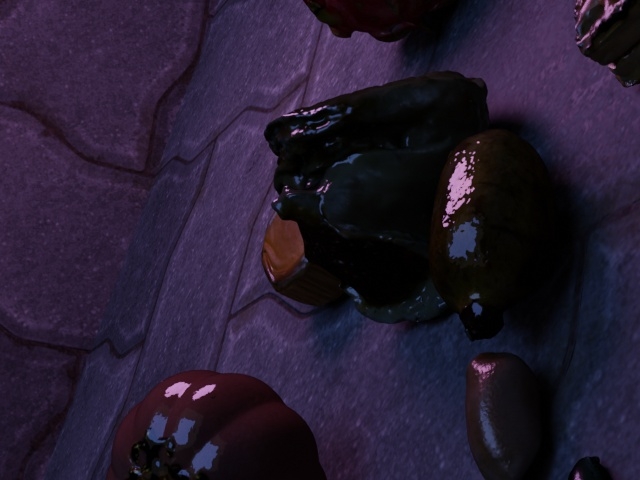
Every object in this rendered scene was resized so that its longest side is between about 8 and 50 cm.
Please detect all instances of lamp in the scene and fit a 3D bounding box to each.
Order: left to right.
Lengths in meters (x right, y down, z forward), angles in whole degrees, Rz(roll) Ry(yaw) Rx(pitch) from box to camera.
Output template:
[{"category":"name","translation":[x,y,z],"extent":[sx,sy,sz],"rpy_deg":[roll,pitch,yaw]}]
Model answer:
[{"category":"lamp","translation":[-0.118,0.306,1.425],"extent":[0.305,0.239,0.305],"rpy_deg":[6,100,35]}]

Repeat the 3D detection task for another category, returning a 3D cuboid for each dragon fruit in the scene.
[{"category":"dragon fruit","translation":[0.095,-0.431,1.717],"extent":[0.302,0.231,0.237],"rpy_deg":[-39,28,42]}]

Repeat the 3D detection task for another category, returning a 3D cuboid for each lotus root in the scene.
[{"category":"lotus root","translation":[0.177,-0.005,1.201],"extent":[0.145,0.128,0.260],"rpy_deg":[117,170,-50]}]

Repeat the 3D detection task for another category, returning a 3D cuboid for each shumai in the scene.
[{"category":"shumai","translation":[0.078,-0.040,1.436],"extent":[0.330,0.292,0.289],"rpy_deg":[163,90,-76]}]

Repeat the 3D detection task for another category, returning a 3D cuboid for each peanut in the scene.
[{"category":"peanut","translation":[0.173,0.173,1.093],"extent":[0.076,0.076,0.152],"rpy_deg":[-45,35,43]}]

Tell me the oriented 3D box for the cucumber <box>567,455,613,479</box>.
[{"category":"cucumber","translation":[0.235,0.261,0.875],"extent":[0.056,0.056,0.284],"rpy_deg":[-57,18,21]}]

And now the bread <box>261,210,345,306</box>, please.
[{"category":"bread","translation":[-0.001,0.001,1.663],"extent":[0.199,0.104,0.199],"rpy_deg":[-45,30,34]}]

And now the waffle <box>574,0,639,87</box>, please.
[{"category":"waffle","translation":[0.351,-0.329,1.186],"extent":[0.213,0.091,0.308],"rpy_deg":[-45,27,44]}]
